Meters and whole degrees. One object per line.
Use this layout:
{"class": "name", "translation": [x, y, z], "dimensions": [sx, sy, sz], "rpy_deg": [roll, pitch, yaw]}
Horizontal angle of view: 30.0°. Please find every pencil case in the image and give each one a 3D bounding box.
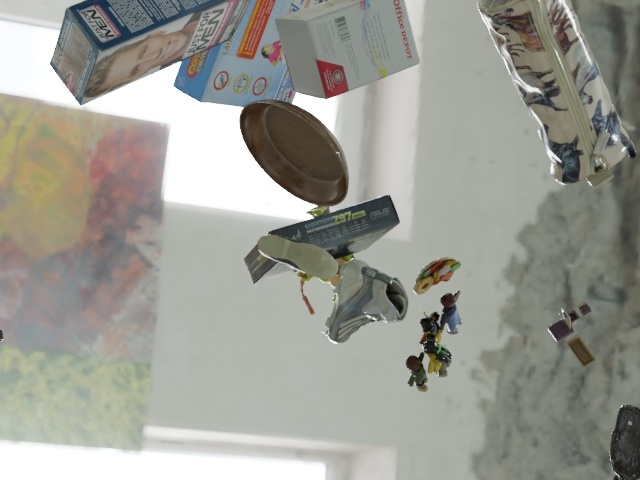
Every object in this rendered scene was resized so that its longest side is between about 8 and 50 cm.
{"class": "pencil case", "translation": [0.416, -0.294, 2.101], "dimensions": [0.410, 0.160, 0.183], "rpy_deg": [61, -4, -26]}

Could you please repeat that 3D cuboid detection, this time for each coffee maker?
{"class": "coffee maker", "translation": [0.613, 0.374, 2.118], "dimensions": [0.120, 0.178, 0.171], "rpy_deg": [-116, -144, -53]}

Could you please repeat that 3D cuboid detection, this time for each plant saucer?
{"class": "plant saucer", "translation": [-0.031, -0.134, 1.739], "dimensions": [0.036, 0.198, 0.198], "rpy_deg": [-47, 180, -27]}

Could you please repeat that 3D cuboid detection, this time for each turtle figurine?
{"class": "turtle figurine", "translation": [0.045, 0.044, 2.277], "dimensions": [0.270, 0.087, 0.217], "rpy_deg": [14, -65, 55]}

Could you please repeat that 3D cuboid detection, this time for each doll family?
{"class": "doll family", "translation": [0.203, 0.172, 2.091], "dimensions": [0.111, 0.076, 0.193], "rpy_deg": [61, 37, -53]}

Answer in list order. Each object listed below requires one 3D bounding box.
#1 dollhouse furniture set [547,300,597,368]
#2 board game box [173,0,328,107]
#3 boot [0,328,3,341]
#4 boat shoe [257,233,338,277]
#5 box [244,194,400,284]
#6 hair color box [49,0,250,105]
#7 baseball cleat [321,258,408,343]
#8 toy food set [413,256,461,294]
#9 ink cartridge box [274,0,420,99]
{"class": "dollhouse furniture set", "translation": [0.501, 0.174, 2.278], "dimensions": [0.114, 0.091, 0.081], "rpy_deg": [58, -2, 28]}
{"class": "board game box", "translation": [-0.129, -0.428, 2.469], "dimensions": [0.086, 0.302, 0.308], "rpy_deg": [32, -72, 30]}
{"class": "boot", "translation": [-0.710, 0.202, 2.118], "dimensions": [0.229, 0.263, 0.091], "rpy_deg": [-37, -114, 62]}
{"class": "boat shoe", "translation": [-0.037, 0.025, 1.918], "dimensions": [0.043, 0.137, 0.049], "rpy_deg": [120, -10, -83]}
{"class": "box", "translation": [0.000, 0.000, 2.059], "dimensions": [0.059, 0.233, 0.183], "rpy_deg": [69, -21, 8]}
{"class": "hair color box", "translation": [-0.292, -0.380, 2.101], "dimensions": [0.105, 0.347, 0.174], "rpy_deg": [53, -33, 10]}
{"class": "baseball cleat", "translation": [0.063, 0.102, 1.663], "dimensions": [0.206, 0.110, 0.072], "rpy_deg": [95, 19, -62]}
{"class": "toy food set", "translation": [0.197, 0.057, 2.022], "dimensions": [0.020, 0.083, 0.082], "rpy_deg": [59, -32, 28]}
{"class": "ink cartridge box", "translation": [0.043, -0.315, 1.884], "dimensions": [0.127, 0.176, 0.128], "rpy_deg": [25, -46, 62]}
